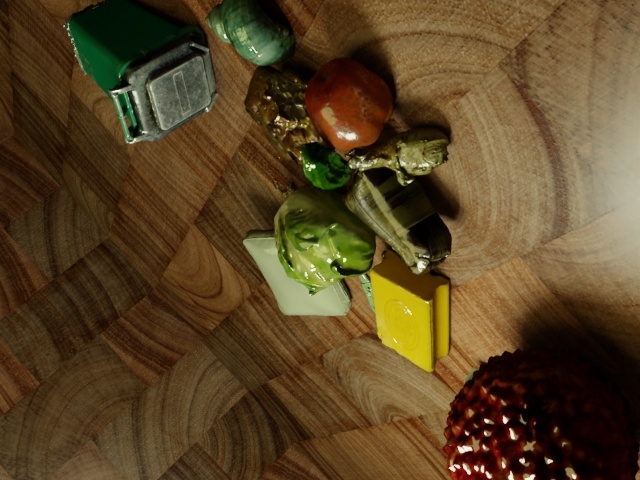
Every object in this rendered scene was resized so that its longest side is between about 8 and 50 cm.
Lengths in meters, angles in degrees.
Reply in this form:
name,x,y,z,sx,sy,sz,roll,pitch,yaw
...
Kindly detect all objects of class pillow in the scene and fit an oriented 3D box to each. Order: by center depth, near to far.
name,x,y,z,sx,sy,sz,roll,pitch,yaw
pillow,-0.064,0.095,2.304,0.256,0.119,0.322,-3,129,31

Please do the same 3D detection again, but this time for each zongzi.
name,x,y,z,sx,sy,sz,roll,pitch,yaw
zongzi,0.158,-0.043,1.800,0.285,0.134,0.288,60,156,4

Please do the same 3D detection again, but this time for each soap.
name,x,y,z,sx,sy,sz,roll,pitch,yaw
soap,0.236,0.189,2.051,0.204,0.096,0.324,29,148,32

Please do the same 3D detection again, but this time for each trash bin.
name,x,y,z,sx,sy,sz,roll,pitch,yaw
trash bin,-0.492,-0.459,2.065,0.381,0.295,0.259,38,152,31

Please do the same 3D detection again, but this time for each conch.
name,x,y,z,sx,sy,sz,roll,pitch,yaw
conch,-0.160,-0.469,1.727,0.188,0.122,0.176,44,176,16

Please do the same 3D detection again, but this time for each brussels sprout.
name,x,y,z,sx,sy,sz,roll,pitch,yaw
brussels sprout,0.002,-0.002,2.008,0.294,0.227,0.259,50,140,14

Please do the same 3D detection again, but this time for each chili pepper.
name,x,y,z,sx,sy,sz,roll,pitch,yaw
chili pepper,0.014,-0.159,1.674,0.074,0.100,0.257,17,-177,12

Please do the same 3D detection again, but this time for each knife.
name,x,y,z,sx,sy,sz,roll,pitch,yaw
knife,0.124,0.107,2.194,0.043,0.020,0.293,18,142,42

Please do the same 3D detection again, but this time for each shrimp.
name,x,y,z,sx,sy,sz,roll,pitch,yaw
shrimp,-0.104,-0.145,2.187,0.083,0.023,0.114,44,157,13

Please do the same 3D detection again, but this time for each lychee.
name,x,y,z,sx,sy,sz,roll,pitch,yaw
lychee,0.473,0.467,1.702,0.425,0.425,0.499,25,125,38

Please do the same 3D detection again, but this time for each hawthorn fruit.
name,x,y,z,sx,sy,sz,roll,pitch,yaw
hawthorn fruit,0.057,-0.283,1.605,0.189,0.189,0.189,35,151,23

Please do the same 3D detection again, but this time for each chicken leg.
name,x,y,z,sx,sy,sz,roll,pitch,yaw
chicken leg,0.161,-0.171,1.619,0.228,0.088,0.103,-13,126,23

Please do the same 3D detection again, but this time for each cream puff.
name,x,y,z,sx,sy,sz,roll,pitch,yaw
cream puff,-0.055,-0.280,1.790,0.269,0.155,0.241,40,167,50

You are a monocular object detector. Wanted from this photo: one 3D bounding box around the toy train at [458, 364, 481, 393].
name,x,y,z,sx,sy,sz,roll,pitch,yaw
toy train,0.449,0.396,1.986,0.194,0.125,0.080,16,147,42
